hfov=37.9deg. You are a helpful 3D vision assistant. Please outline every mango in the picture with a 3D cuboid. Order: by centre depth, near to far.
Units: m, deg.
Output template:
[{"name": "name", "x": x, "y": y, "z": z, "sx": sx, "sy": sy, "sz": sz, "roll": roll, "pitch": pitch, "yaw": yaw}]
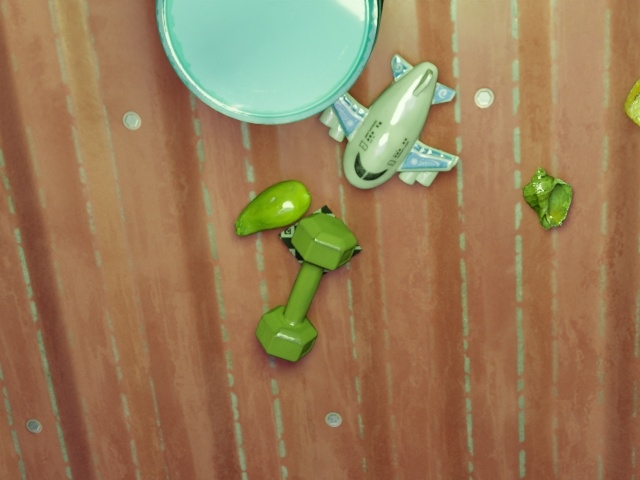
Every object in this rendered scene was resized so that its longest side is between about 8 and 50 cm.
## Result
[{"name": "mango", "x": -0.096, "y": -0.059, "z": 1.771, "sx": 0.165, "sy": 0.091, "sz": 0.074, "roll": -26, "pitch": 116, "yaw": 14}]

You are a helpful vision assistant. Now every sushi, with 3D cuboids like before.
[{"name": "sushi", "x": 0.000, "y": 0.000, "z": 1.818, "sx": 0.120, "sy": 0.026, "sz": 0.126, "roll": -31, "pitch": 113, "yaw": 17}]

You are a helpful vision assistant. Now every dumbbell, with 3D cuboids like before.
[{"name": "dumbbell", "x": -0.031, "y": 0.094, "z": 1.793, "sx": 0.108, "sy": 0.121, "sz": 0.302, "roll": 32, "pitch": 120, "yaw": 19}]

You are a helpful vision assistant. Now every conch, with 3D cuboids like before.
[{"name": "conch", "x": 0.420, "y": -0.079, "z": 1.712, "sx": 0.089, "sy": 0.074, "sz": 0.121, "roll": -12, "pitch": 105, "yaw": 22}]

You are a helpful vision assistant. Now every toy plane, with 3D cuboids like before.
[{"name": "toy plane", "x": 0.128, "y": -0.205, "z": 1.675, "sx": 0.266, "sy": 0.123, "sz": 0.267, "roll": 3, "pitch": 113, "yaw": 7}]

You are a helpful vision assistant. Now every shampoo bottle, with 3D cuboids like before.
[{"name": "shampoo bottle", "x": -0.061, "y": -0.386, "z": 1.507, "sx": 0.331, "sy": 0.343, "sz": 0.331, "roll": 2, "pitch": 111, "yaw": 6}]

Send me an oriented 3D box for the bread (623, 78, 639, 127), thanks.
[{"name": "bread", "x": 0.614, "y": -0.269, "z": 1.627, "sx": 0.103, "sy": 0.065, "sz": 0.187, "roll": 31, "pitch": 112, "yaw": -4}]
